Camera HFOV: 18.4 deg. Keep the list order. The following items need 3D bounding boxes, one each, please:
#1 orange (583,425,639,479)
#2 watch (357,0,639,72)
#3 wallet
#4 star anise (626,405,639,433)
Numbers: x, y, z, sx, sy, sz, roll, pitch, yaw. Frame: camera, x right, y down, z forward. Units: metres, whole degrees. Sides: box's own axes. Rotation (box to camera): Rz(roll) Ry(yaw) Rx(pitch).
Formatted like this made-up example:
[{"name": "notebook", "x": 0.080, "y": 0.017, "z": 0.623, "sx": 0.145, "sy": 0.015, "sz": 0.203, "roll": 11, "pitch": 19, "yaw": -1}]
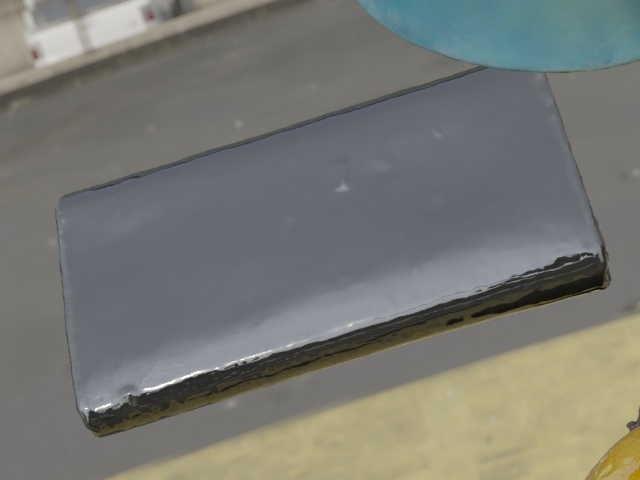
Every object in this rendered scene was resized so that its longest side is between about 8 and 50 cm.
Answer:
[{"name": "orange", "x": 0.283, "y": 0.257, "z": 1.401, "sx": 0.235, "sy": 0.279, "sz": 0.279, "roll": 15, "pitch": 12, "yaw": -12}, {"name": "watch", "x": 0.087, "y": -0.161, "z": 0.847, "sx": 0.211, "sy": 0.211, "sz": 0.193, "roll": -9, "pitch": 33, "yaw": 30}, {"name": "wallet", "x": 0.000, "y": 0.000, "z": 1.503, "sx": 0.406, "sy": 0.062, "sz": 0.228, "roll": -17, "pitch": 54, "yaw": 6}, {"name": "star anise", "x": 0.290, "y": 0.162, "z": 1.649, "sx": 0.063, "sy": 0.172, "sz": 0.208, "roll": 29, "pitch": 35, "yaw": 8}]
